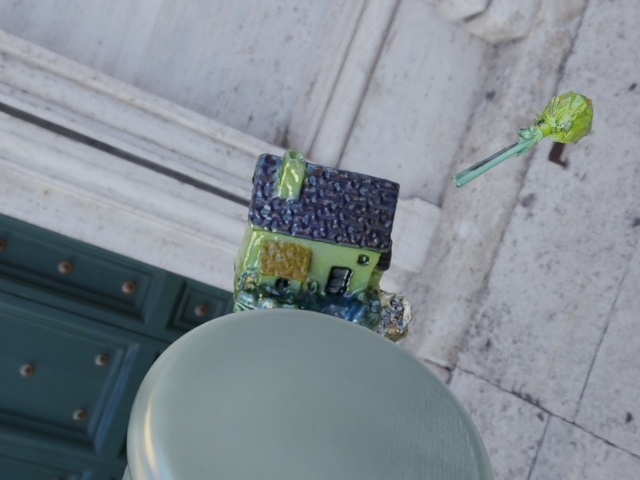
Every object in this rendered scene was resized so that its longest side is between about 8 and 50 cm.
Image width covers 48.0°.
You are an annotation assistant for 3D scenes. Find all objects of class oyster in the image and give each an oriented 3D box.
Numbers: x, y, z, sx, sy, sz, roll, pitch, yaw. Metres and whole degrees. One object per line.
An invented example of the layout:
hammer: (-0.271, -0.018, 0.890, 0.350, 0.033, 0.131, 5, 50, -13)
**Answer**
oyster: (0.060, 0.174, 1.374, 0.083, 0.214, 0.223, -73, -9, -54)

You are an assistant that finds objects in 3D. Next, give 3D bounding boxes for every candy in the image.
candy: (0.292, -0.142, 1.036, 0.073, 0.262, 0.077, 51, 158, 25)

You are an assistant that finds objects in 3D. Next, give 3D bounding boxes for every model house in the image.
model house: (0.000, 0.000, 0.893, 0.170, 0.194, 0.211, -91, 15, -56)

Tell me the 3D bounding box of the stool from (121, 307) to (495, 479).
stool: (-0.026, 0.173, 0.417, 0.195, 0.195, 0.199, -103, 29, -53)
